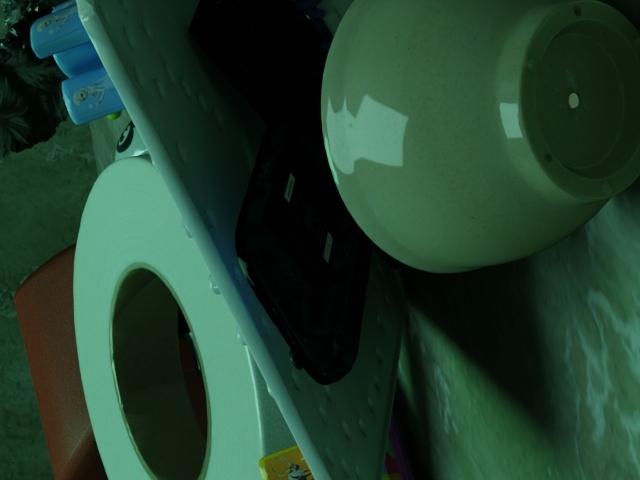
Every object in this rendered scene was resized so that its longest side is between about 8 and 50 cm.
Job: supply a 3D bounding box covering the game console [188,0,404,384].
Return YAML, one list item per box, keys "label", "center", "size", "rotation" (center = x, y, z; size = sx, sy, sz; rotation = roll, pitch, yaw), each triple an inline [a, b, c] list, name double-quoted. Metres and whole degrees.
- label: "game console"
  center: [-0.011, -0.044, 1.194]
  size: [0.213, 0.044, 0.361]
  rotation: [49, -160, -17]

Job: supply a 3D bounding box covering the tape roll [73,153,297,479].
- label: "tape roll"
  center: [-0.109, 0.115, 1.667]
  size: [0.392, 0.072, 0.392]
  rotation: [29, 123, 56]

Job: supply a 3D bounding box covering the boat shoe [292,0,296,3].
- label: "boat shoe"
  center: [-0.081, -0.333, 1.618]
  size: [0.113, 0.105, 0.306]
  rotation: [-164, 56, -73]

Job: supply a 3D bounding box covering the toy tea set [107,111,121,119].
- label: "toy tea set"
  center: [-0.235, -0.255, 2.227]
  size: [0.124, 0.200, 0.336]
  rotation: [0, 107, 70]

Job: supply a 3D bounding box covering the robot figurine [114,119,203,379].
- label: "robot figurine"
  center: [-0.103, -0.009, 1.872]
  size: [0.209, 0.173, 0.278]
  rotation: [-27, 71, 37]

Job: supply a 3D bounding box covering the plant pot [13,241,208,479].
- label: "plant pot"
  center: [-0.181, 0.109, 2.231]
  size: [0.236, 0.267, 0.267]
  rotation: [122, 135, -58]

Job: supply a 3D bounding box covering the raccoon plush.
- label: "raccoon plush"
  center: [-0.272, -0.222, 1.927]
  size: [0.299, 0.446, 0.216]
  rotation: [-6, 109, 66]

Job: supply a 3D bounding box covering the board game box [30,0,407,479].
- label: "board game box"
  center: [-0.050, -0.040, 1.314]
  size: [0.390, 0.050, 0.390]
  rotation: [-76, -38, -66]

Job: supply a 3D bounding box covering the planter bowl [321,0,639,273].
- label: "planter bowl"
  center: [0.096, -0.065, 0.955]
  size: [0.109, 0.162, 0.162]
  rotation: [-2, 101, 52]

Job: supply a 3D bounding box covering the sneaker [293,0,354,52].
- label: "sneaker"
  center: [-0.003, -0.182, 1.191]
  size: [0.127, 0.182, 0.315]
  rotation: [-131, 31, -70]

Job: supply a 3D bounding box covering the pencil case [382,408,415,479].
- label: "pencil case"
  center: [0.031, 0.180, 1.634]
  size: [0.104, 0.104, 0.236]
  rotation: [93, 159, -53]
